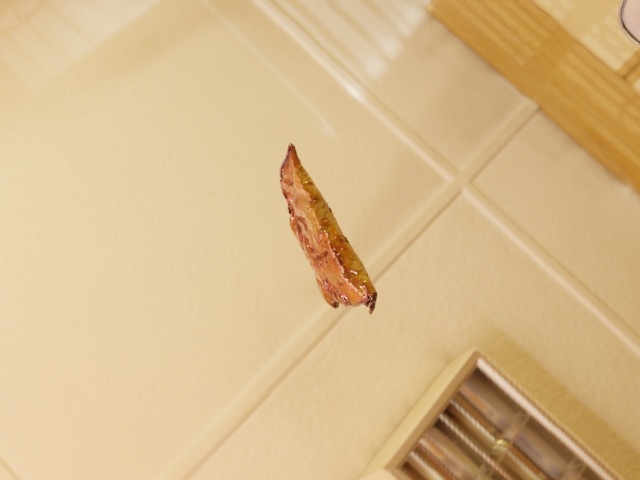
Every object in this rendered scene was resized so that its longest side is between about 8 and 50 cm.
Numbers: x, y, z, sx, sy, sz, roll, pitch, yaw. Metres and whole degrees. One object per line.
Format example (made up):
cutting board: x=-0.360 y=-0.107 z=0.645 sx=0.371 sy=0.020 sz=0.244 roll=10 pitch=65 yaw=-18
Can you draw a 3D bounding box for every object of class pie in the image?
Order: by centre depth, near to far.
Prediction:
pie: x=0.000 y=0.000 z=0.693 sx=0.034 sy=0.092 sz=0.169 roll=-23 pitch=-104 yaw=-25

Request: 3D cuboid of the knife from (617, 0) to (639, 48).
knife: x=0.298 y=-0.088 z=0.513 sx=0.041 sy=0.073 sz=0.265 roll=-8 pitch=-121 yaw=-36
